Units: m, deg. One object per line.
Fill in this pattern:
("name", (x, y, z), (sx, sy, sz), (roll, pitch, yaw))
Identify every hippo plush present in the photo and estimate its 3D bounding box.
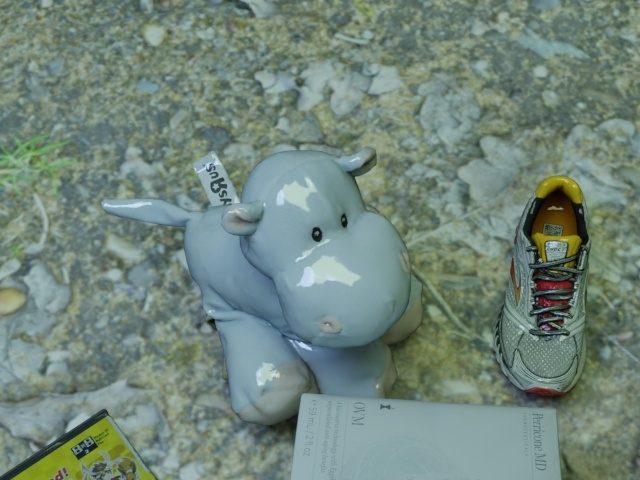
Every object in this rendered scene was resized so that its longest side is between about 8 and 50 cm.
("hippo plush", (0.000, 0.000, 1.433), (0.234, 0.236, 0.294), (-26, 79, -29))

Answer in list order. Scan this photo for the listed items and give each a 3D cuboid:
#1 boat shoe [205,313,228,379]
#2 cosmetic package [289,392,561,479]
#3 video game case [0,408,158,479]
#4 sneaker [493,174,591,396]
("boat shoe", (-0.086, 0.070, 1.537), (0.045, 0.050, 0.135), (-10, 60, -10))
("cosmetic package", (0.084, 0.249, 1.335), (0.224, 0.138, 0.224), (4, 34, 2))
("video game case", (-0.232, 0.316, 1.409), (0.275, 0.035, 0.248), (-33, 65, -15))
("sneaker", (0.209, 0.040, 1.523), (0.088, 0.093, 0.225), (3, 61, 3))
